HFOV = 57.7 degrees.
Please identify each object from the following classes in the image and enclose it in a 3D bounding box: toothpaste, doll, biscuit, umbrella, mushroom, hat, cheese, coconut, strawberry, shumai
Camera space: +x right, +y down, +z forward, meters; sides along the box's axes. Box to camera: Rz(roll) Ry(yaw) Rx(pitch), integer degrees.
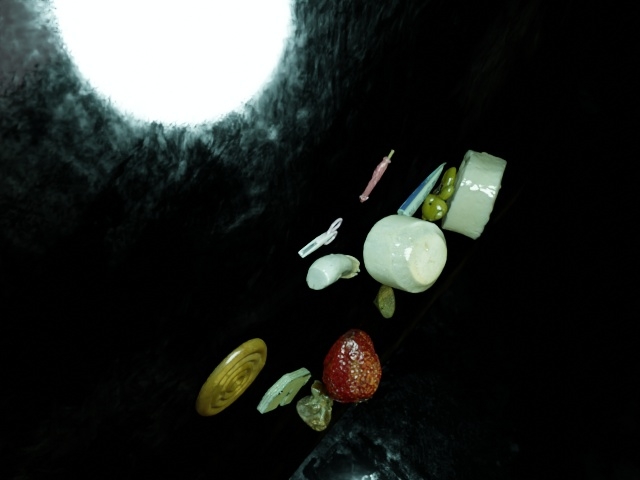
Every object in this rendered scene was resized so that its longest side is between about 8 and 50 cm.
[{"bbox_3d":[0.335,-0.156,1.947,0.268,0.047,0.069,-49,144,-17],"label":"toothpaste"},{"bbox_3d":[0.426,-0.171,2.097,0.210,0.097,0.137,-68,-167,-4],"label":"doll"},{"bbox_3d":[-0.127,0.530,2.056,0.147,0.046,0.250,-55,161,9],"label":"biscuit"},{"bbox_3d":[0.148,-0.171,1.539,0.165,0.025,0.027,-59,178,23],"label":"umbrella"},{"bbox_3d":[0.042,0.080,1.642,0.223,0.081,0.092,-19,123,-61],"label":"mushroom"},{"bbox_3d":[0.250,0.255,2.428,0.146,0.067,0.146,15,71,-53],"label":"hat"},{"bbox_3d":[0.566,-0.181,2.157,0.332,0.153,0.293,102,10,-56],"label":"cheese"},{"bbox_3d":[0.259,0.035,1.837,0.237,0.265,0.238,-4,97,-33],"label":"coconut"},{"bbox_3d":[-0.235,0.376,1.578,0.262,0.037,0.262,-45,158,-24],"label":"biscuit"},{"bbox_3d":[0.121,0.493,2.320,0.238,0.250,0.289,-12,122,-11],"label":"strawberry"},{"bbox_3d":[-0.004,0.694,2.442,0.153,0.161,0.209,-52,143,7],"label":"shumai"}]

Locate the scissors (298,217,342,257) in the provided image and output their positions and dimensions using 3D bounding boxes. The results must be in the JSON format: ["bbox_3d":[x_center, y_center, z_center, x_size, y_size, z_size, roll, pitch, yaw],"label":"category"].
[{"bbox_3d":[0.000,0.000,1.494,0.176,0.022,0.086,-36,157,-47],"label":"scissors"}]
